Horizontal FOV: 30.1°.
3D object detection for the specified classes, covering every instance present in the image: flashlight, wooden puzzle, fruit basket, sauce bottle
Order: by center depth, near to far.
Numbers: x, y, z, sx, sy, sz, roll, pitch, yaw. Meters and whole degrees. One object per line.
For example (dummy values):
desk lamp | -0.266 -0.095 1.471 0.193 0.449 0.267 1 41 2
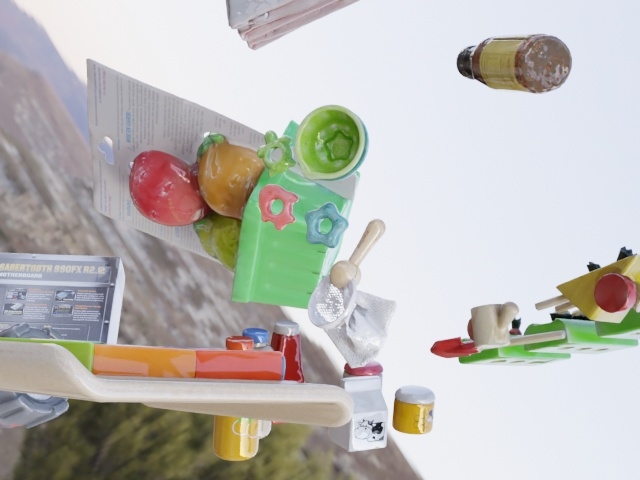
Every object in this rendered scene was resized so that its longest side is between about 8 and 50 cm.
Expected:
wooden puzzle | -0.131 0.081 0.750 0.221 0.044 0.238 -2 -12 41
sauce bottle | 0.133 -0.126 0.842 0.042 0.042 0.128 61 -7 -16
flashlight | -0.390 0.176 1.251 0.103 0.304 0.103 61 32 -7
fruit basket | -0.130 -0.070 1.509 0.353 0.165 0.327 27 -32 10

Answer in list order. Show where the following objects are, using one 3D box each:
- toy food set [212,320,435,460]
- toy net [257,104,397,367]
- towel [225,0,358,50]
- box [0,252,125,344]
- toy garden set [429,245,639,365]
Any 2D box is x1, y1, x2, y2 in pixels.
toy food set | -0.002 0.128 1.097 0.111 0.232 0.105 20 -71 60
toy net | 0.000 0.000 1.067 0.045 0.122 0.232 20 61 -68
towel | 0.026 -0.375 1.067 0.053 0.317 0.332 17 60 -51
box | -0.377 0.104 1.523 0.056 0.231 0.183 93 -2 -53
toy garden set | 0.203 0.053 0.924 0.244 0.203 0.049 -18 -108 42
